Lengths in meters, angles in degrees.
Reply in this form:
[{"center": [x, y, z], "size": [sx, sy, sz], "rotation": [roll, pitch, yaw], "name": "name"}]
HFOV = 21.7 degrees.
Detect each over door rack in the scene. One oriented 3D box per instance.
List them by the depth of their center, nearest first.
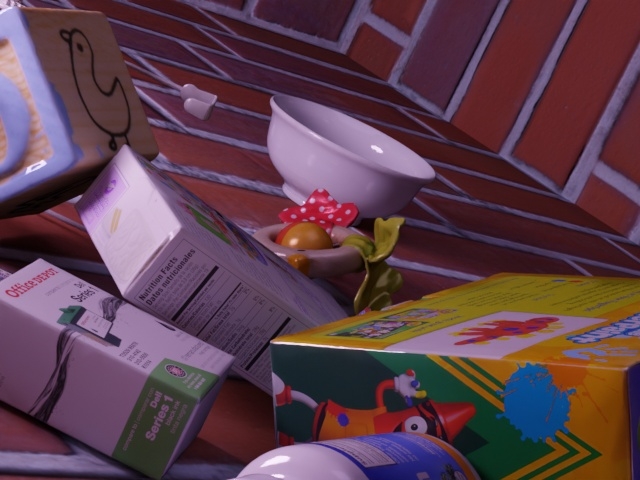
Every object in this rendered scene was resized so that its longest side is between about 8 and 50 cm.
[{"center": [-0.289, -0.132, 2.010], "size": [0.324, 0.239, 0.108], "rotation": [29, 20, 15], "name": "over door rack"}]

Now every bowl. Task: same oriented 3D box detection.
[{"center": [0.028, -0.114, 2.716], "size": [0.298, 0.134, 0.298], "rotation": [25, 13, -6], "name": "bowl"}]

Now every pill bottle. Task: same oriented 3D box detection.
[{"center": [0.014, 0.238, 1.349], "size": [0.152, 0.152, 0.272], "rotation": [33, 16, 29], "name": "pill bottle"}]

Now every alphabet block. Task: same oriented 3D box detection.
[{"center": [-0.328, -0.138, 1.854], "size": [0.197, 0.193, 0.192], "rotation": [-17, 86, -68], "name": "alphabet block"}]

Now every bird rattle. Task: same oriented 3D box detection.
[{"center": [0.000, 0.000, 2.284], "size": [0.207, 0.143, 0.253], "rotation": [-6, 27, -35], "name": "bird rattle"}]

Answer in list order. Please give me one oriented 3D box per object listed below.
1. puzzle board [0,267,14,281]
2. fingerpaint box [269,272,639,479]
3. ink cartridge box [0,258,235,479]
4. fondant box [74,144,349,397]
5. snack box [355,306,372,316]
[{"center": [-0.361, 0.034, 1.734], "size": [0.128, 0.011, 0.096], "rotation": [25, 14, -3], "name": "puzzle board"}, {"center": [0.231, 0.147, 1.634], "size": [0.371, 0.163, 0.445], "rotation": [2, 8, 35], "name": "fingerpaint box"}, {"center": [-0.208, 0.114, 1.537], "size": [0.219, 0.092, 0.160], "rotation": [27, 13, 3], "name": "ink cartridge box"}, {"center": [-0.088, 0.059, 1.775], "size": [0.330, 0.096, 0.238], "rotation": [38, 6, -30], "name": "fondant box"}, {"center": [0.100, 0.156, 1.897], "size": [0.178, 0.022, 0.064], "rotation": [54, 1, -26], "name": "snack box"}]
